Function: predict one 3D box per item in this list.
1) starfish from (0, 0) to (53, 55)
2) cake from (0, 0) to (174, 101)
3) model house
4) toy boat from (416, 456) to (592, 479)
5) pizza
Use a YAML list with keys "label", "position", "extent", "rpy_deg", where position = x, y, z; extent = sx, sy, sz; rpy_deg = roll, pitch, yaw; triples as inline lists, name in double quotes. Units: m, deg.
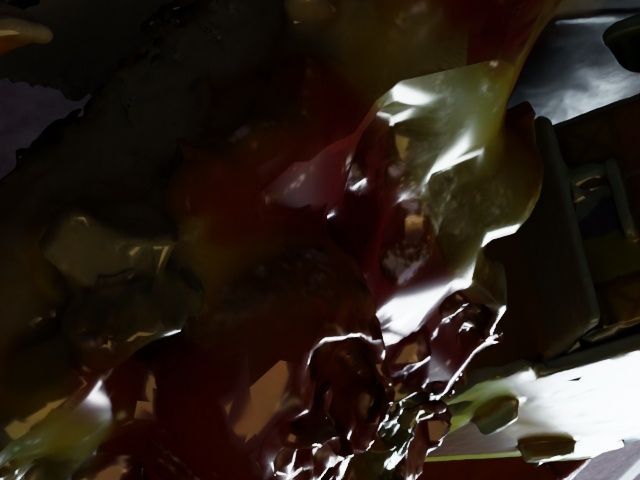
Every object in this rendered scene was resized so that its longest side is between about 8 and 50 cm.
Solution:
- label: "starfish"
  position: [-0.267, 0.022, 0.510]
  extent: [0.398, 0.132, 0.384]
  rpy_deg: [-3, 160, -24]
- label: "cake"
  position: [-0.115, -0.118, 0.488]
  extent: [0.220, 0.086, 0.117]
  rpy_deg: [14, 129, -45]
- label: "model house"
  position: [0.170, 0.030, 0.866]
  extent: [0.313, 0.242, 0.358]
  rpy_deg: [-17, 156, 21]
- label: "toy boat"
  position: [0.094, 0.213, 1.136]
  extent: [0.332, 0.145, 0.133]
  rpy_deg: [-47, 171, 36]
- label: "pizza"
  position: [0.000, 0.000, 0.513]
  extent: [0.440, 0.130, 0.406]
  rpy_deg: [3, 120, -59]
